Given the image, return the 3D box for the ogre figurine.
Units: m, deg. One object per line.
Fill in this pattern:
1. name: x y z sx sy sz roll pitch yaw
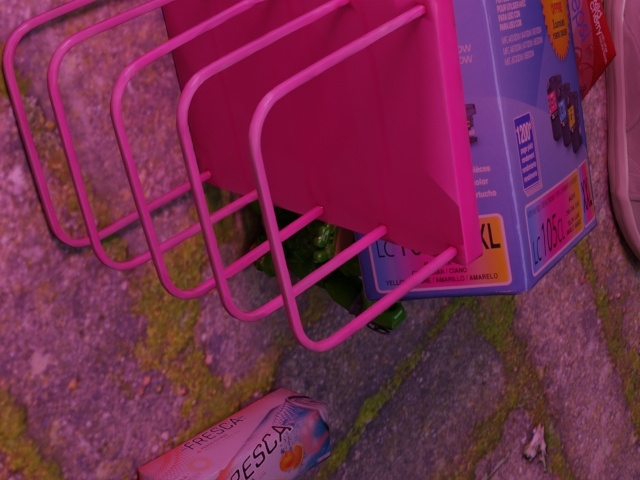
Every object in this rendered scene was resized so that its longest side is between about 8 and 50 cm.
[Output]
1. ogre figurine: 0.000 0.000 1.174 0.197 0.118 0.096 33 81 -47

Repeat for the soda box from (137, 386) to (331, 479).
1. soda box: -0.073 0.198 1.196 0.183 0.063 0.058 -26 121 -41

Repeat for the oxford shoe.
1. oxford shoe: 0.436 -0.136 1.625 0.169 0.130 0.449 -40 131 -36

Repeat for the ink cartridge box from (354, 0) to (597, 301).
1. ink cartridge box: 0.115 -0.171 1.134 0.270 0.151 0.395 -30 111 -63

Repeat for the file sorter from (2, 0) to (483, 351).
1. file sorter: -0.063 -0.070 0.948 0.182 0.291 0.202 -33 125 -35

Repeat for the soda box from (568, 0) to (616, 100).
1. soda box: 0.215 -0.267 1.352 0.083 0.092 0.263 -51 135 -26
